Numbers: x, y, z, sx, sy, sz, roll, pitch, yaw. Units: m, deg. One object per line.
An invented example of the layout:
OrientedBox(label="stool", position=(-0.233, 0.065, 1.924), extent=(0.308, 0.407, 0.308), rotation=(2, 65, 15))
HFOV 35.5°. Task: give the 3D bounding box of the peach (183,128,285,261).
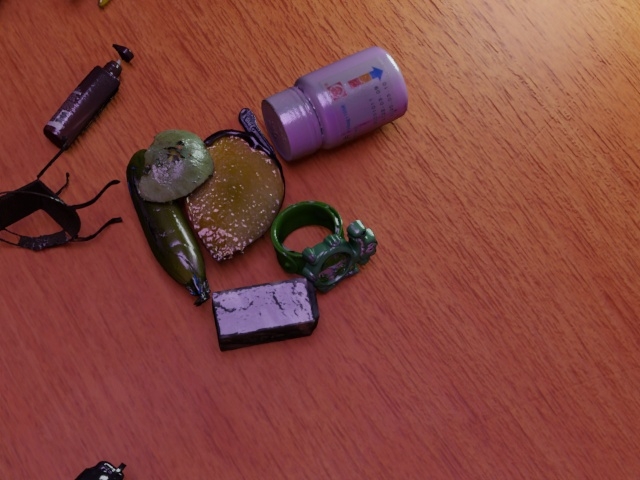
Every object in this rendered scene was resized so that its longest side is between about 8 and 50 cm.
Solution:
OrientedBox(label="peach", position=(-0.163, -0.075, 1.843), extent=(0.188, 0.068, 0.279), rotation=(11, 63, -1))

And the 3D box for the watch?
OrientedBox(label="watch", position=(0.000, 0.000, 1.812), extent=(0.165, 0.131, 0.152), rotation=(-35, 55, -13))

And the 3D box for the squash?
OrientedBox(label="squash", position=(-0.275, -0.022, 1.804), extent=(0.087, 0.087, 0.332), rotation=(-23, 69, -13))

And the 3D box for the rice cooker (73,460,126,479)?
OrientedBox(label="rice cooker", position=(-0.364, 0.442, 1.572), extent=(0.118, 0.142, 0.203), rotation=(38, 69, -2))

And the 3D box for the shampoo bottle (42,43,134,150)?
OrientedBox(label="shampoo bottle", position=(-0.439, -0.279, 1.913), extent=(0.068, 0.067, 0.236), rotation=(35, 68, 0))

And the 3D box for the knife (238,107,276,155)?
OrientedBox(label="knife", position=(-0.121, -0.206, 1.931), extent=(0.031, 0.018, 0.121), rotation=(-32, 75, -14))

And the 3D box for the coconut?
OrientedBox(label="coconut", position=(-0.255, -0.141, 1.793), extent=(0.133, 0.055, 0.158), rotation=(7, 62, -5))

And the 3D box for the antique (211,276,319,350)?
OrientedBox(label="antique", position=(-0.094, 0.128, 1.753), extent=(0.182, 0.088, 0.086), rotation=(-9, 69, -8))

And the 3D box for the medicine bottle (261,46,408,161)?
OrientedBox(label="medicine bottle", position=(0.026, -0.256, 1.892), extent=(0.254, 0.152, 0.152), rotation=(-26, 71, -13))

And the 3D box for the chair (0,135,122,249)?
OrientedBox(label="chair", position=(-0.481, -0.061, 1.764), extent=(0.149, 0.174, 0.213), rotation=(42, 60, 17))

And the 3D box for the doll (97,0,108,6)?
OrientedBox(label="doll", position=(-0.439, -0.622, 2.043), extent=(0.103, 0.145, 0.316), rotation=(2, 55, 33))
